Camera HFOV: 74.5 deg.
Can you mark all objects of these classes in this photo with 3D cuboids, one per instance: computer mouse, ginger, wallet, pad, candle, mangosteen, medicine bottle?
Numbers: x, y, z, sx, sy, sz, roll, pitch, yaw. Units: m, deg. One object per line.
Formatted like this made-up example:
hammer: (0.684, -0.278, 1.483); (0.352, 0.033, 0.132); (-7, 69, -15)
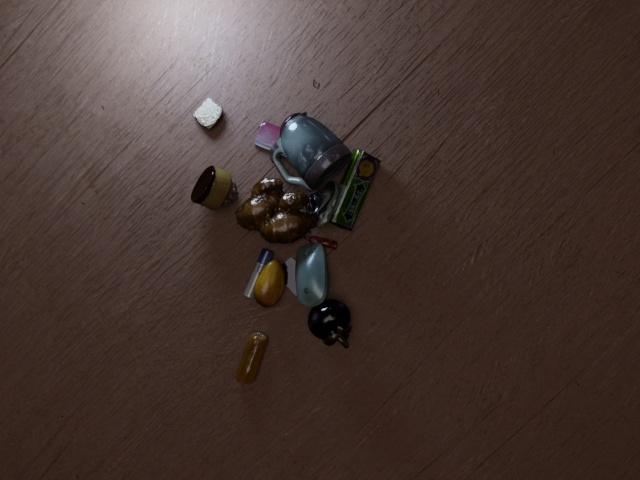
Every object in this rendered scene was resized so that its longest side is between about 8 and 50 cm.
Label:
computer mouse: (-0.049, 0.147, 1.853); (0.159, 0.097, 0.289); (-16, 72, 31)
ginger: (-0.187, -0.121, 1.876); (0.357, 0.152, 0.274); (30, 95, 4)
wallet: (-0.183, -0.456, 1.939); (0.232, 0.025, 0.119); (23, 93, 3)
pad: (-0.123, 0.166, 1.950); (0.112, 0.003, 0.157); (-42, 88, 3)
candle: (0.000, 0.000, 1.919); (0.162, 0.053, 0.048); (15, 86, 6)
mangosteen: (0.049, 0.372, 1.844); (0.194, 0.194, 0.231); (-26, 67, 4)
medicine bottle: (-0.284, 0.151, 1.933); (0.059, 0.059, 0.231); (23, 92, 3)

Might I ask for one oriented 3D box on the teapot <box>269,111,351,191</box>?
teapot: (-0.072, -0.380, 1.832); (0.312, 0.233, 0.315); (50, 120, 8)

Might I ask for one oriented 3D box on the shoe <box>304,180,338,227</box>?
shoe: (0.002, -0.169, 1.820); (0.112, 0.099, 0.228); (22, 69, -22)

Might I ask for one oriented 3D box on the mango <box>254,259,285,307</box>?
mango: (-0.222, 0.192, 1.888); (0.112, 0.144, 0.219); (17, 92, 38)

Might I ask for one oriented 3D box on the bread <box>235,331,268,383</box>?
bread: (-0.318, 0.540, 1.931); (0.092, 0.074, 0.239); (19, 91, 8)

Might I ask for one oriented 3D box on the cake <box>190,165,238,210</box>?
cake: (-0.460, -0.217, 1.895); (0.178, 0.185, 0.208); (34, 70, -33)

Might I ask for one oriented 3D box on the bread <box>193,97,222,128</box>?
bread: (-0.516, -0.589, 1.954); (0.126, 0.044, 0.129); (41, 96, 10)

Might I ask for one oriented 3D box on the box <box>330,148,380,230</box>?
box: (0.142, -0.220, 1.876); (0.134, 0.097, 0.346); (22, 91, -25)

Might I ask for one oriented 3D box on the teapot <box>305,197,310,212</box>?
teapot: (-0.017, -0.144, 1.903); (0.129, 0.078, 0.098); (39, 92, 3)
